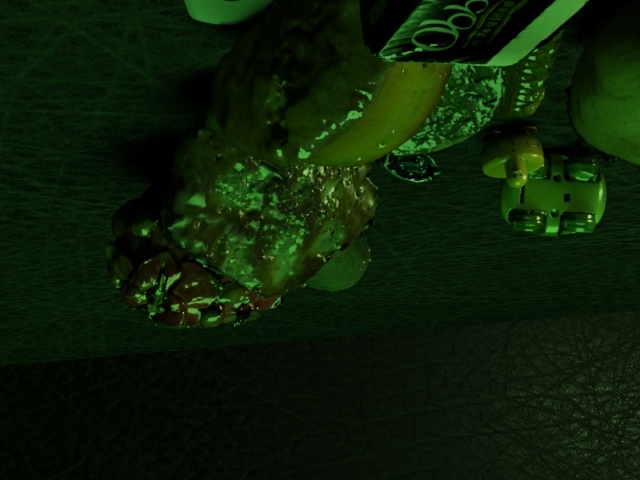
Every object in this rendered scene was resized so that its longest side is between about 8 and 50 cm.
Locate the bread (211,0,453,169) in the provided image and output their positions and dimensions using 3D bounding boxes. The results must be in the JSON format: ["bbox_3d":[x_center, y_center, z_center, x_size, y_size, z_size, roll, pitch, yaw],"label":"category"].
[{"bbox_3d":[0.025,-0.182,1.172,0.340,0.179,0.194,-36,153,34],"label":"bread"}]

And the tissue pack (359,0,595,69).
[{"bbox_3d":[0.179,-0.309,0.843,0.198,0.210,0.370,4,162,-19],"label":"tissue pack"}]

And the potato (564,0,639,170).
[{"bbox_3d":[0.451,-0.216,1.274,0.285,0.242,0.242,6,168,15],"label":"potato"}]

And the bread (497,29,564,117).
[{"bbox_3d":[0.265,-0.250,1.322,0.084,0.077,0.367,-7,165,4],"label":"bread"}]

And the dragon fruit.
[{"bbox_3d":[-0.216,0.004,1.648,0.314,0.296,0.263,-14,172,32],"label":"dragon fruit"}]

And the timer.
[{"bbox_3d":[0.323,-0.131,1.704,0.107,0.109,0.107,-5,165,-1],"label":"timer"}]

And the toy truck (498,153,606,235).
[{"bbox_3d":[0.409,-0.085,1.871,0.187,0.148,0.210,1,-176,-15],"label":"toy truck"}]

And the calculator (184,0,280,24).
[{"bbox_3d":[-0.100,-0.297,1.103,0.121,0.039,0.210,-7,164,0],"label":"calculator"}]

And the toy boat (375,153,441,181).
[{"bbox_3d":[0.155,-0.132,1.737,0.061,0.060,0.137,10,175,43],"label":"toy boat"}]

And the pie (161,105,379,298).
[{"bbox_3d":[-0.075,-0.073,1.490,0.355,0.288,0.103,30,-178,-38],"label":"pie"}]

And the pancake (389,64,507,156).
[{"bbox_3d":[0.124,-0.206,1.332,0.254,0.037,0.253,5,139,4],"label":"pancake"}]

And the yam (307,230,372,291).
[{"bbox_3d":[0.000,0.000,1.978,0.168,0.168,0.304,-8,164,9],"label":"yam"}]
